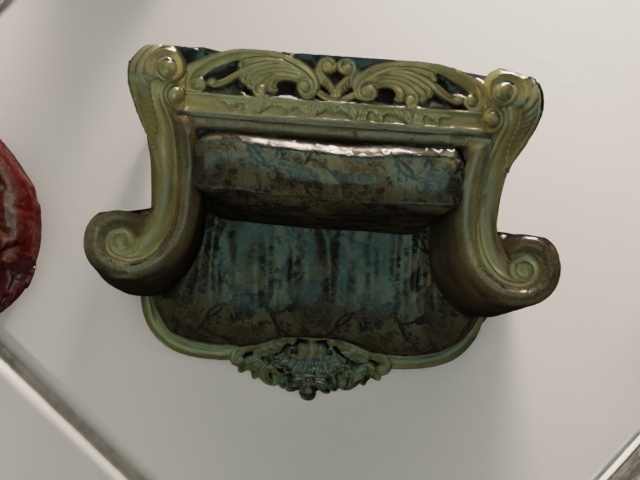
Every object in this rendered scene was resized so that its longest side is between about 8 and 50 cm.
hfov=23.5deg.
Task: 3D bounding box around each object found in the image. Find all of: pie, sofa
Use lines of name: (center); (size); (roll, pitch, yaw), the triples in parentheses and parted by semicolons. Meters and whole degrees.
pie: (-0.247, -0.005, 0.961); (0.154, 0.036, 0.154); (0, 87, -1)
sofa: (0.000, 0.000, 0.887); (0.258, 0.200, 0.182); (4, 83, -3)
